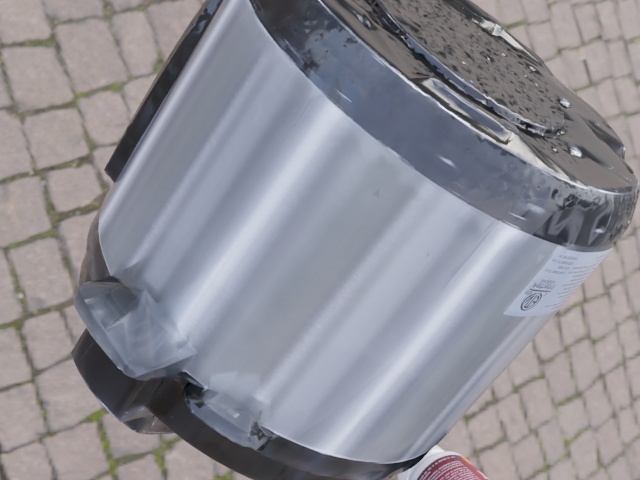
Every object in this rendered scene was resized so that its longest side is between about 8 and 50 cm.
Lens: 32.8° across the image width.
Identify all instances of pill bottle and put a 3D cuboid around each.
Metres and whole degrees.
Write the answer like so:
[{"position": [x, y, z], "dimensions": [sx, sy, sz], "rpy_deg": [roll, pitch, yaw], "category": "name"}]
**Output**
[{"position": [0.153, 0.291, 1.217], "dimensions": [0.086, 0.152, 0.086], "rpy_deg": [-11, 115, -25], "category": "pill bottle"}]

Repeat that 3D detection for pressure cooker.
[{"position": [0.003, 0.004, 0.911], "dimensions": [0.369, 0.420, 0.375], "rpy_deg": [26, 27, -19], "category": "pressure cooker"}]
